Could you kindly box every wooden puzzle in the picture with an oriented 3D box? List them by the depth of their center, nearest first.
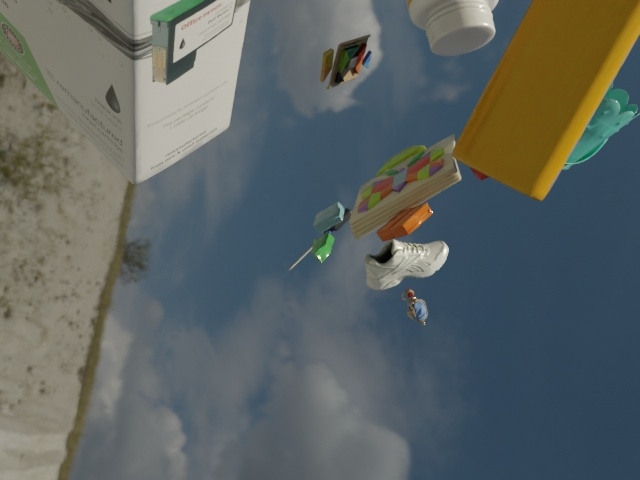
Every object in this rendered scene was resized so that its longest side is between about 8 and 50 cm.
[{"bbox_3d":[0.039,-0.241,0.941,0.014,0.116,0.078,38,-41,20],"label":"wooden puzzle"}]

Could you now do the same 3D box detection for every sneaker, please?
[{"bbox_3d":[0.220,0.041,1.784,0.090,0.232,0.115,-125,-164,-57],"label":"sneaker"}]

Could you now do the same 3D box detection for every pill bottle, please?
[{"bbox_3d":[0.162,-0.355,0.901,0.117,0.117,0.215,-24,-107,52],"label":"pill bottle"}]

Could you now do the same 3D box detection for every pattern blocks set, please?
[{"bbox_3d":[0.121,-0.080,0.992,0.325,0.026,0.285,-33,-162,9],"label":"pattern blocks set"}]

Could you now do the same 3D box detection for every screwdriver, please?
[{"bbox_3d":[0.000,0.000,1.352,0.170,0.024,0.025,-46,-151,-9],"label":"screwdriver"}]

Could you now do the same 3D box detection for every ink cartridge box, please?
[{"bbox_3d":[-0.124,-0.164,0.402,0.160,0.092,0.219,43,-30,12],"label":"ink cartridge box"}]

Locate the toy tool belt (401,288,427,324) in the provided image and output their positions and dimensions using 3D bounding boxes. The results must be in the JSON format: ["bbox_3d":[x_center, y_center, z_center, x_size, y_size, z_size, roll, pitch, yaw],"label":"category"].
[{"bbox_3d":[0.229,0.159,1.655,0.051,0.052,0.083,-128,-165,-66],"label":"toy tool belt"}]

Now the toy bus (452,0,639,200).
[{"bbox_3d":[0.258,-0.211,0.703,0.332,0.108,0.130,-63,169,13],"label":"toy bus"}]

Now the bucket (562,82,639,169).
[{"bbox_3d":[0.505,-0.295,1.470,0.183,0.281,0.281,-49,-140,31],"label":"bucket"}]
